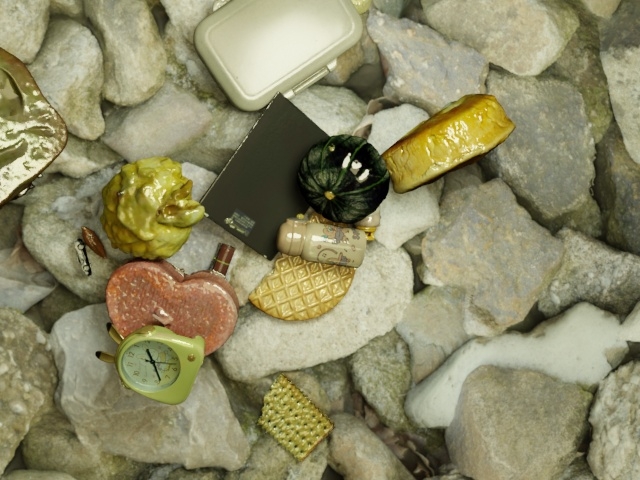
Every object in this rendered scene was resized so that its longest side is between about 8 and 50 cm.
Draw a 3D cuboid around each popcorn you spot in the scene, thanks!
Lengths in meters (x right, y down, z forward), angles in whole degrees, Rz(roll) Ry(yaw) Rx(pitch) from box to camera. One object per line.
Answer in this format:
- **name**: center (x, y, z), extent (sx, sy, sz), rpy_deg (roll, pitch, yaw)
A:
- **popcorn**: center (-0.388, -0.073, 1.782), extent (0.266, 0.192, 0.233), rpy_deg (-8, 85, 29)

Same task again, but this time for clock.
- **clock**: center (-0.388, 0.265, 1.775), extent (0.232, 0.069, 0.170), rpy_deg (21, 109, -10)

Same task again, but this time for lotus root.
- **lotus root**: center (-0.750, -0.246, 1.724), extent (0.375, 0.111, 0.390), rpy_deg (3, 81, -36)

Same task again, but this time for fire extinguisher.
- **fire extinguisher**: center (-0.247, 0.073, 1.917), extent (0.056, 0.039, 0.132), rpy_deg (21, 90, -4)

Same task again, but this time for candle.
- **candle**: center (-0.365, 0.191, 1.846), extent (0.317, 0.131, 0.287), rpy_deg (21, 99, -4)

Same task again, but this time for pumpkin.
- **pumpkin**: center (0.055, -0.144, 1.851), extent (0.220, 0.220, 0.162), rpy_deg (51, 45, -9)

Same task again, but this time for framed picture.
- **framed picture**: center (-0.111, -0.148, 1.891), extent (0.255, 0.014, 0.338), rpy_deg (37, 86, -35)

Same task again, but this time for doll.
- **doll**: center (0.123, -0.066, 1.967), extent (0.084, 0.073, 0.127), rpy_deg (-5, 100, -43)

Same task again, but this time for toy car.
- **toy car**: center (-0.562, 0.041, 1.857), extent (0.025, 0.041, 0.093), rpy_deg (-14, 94, -6)

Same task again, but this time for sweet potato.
- **sweet potato**: center (-0.539, 0.005, 1.863), extent (0.034, 0.034, 0.095), rpy_deg (-32, 106, -7)

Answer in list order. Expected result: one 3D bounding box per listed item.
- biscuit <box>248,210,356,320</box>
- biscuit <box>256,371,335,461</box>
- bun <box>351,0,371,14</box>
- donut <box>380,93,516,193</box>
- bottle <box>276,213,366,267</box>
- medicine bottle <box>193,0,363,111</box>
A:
- **biscuit**: center (-0.018, 0.080, 1.956), extent (0.204, 0.040, 0.309), rpy_deg (38, 86, -12)
- **biscuit**: center (-0.073, 0.451, 1.983), extent (0.203, 0.016, 0.144), rpy_deg (44, 85, -11)
- **bun**: center (0.087, -0.599, 1.929), extent (0.086, 0.055, 0.086), rpy_deg (-1, 94, -9)
- **donut**: center (0.295, -0.238, 1.865), extent (0.330, 0.330, 0.160), rpy_deg (-26, 91, -8)
- **bottle**: center (0.000, 0.000, 1.883), extent (0.209, 0.097, 0.110), rpy_deg (9, 100, -13)
- **medicine bottle**: center (-0.100, -0.489, 1.867), extent (0.375, 0.123, 0.282), rpy_deg (-35, 99, -6)
